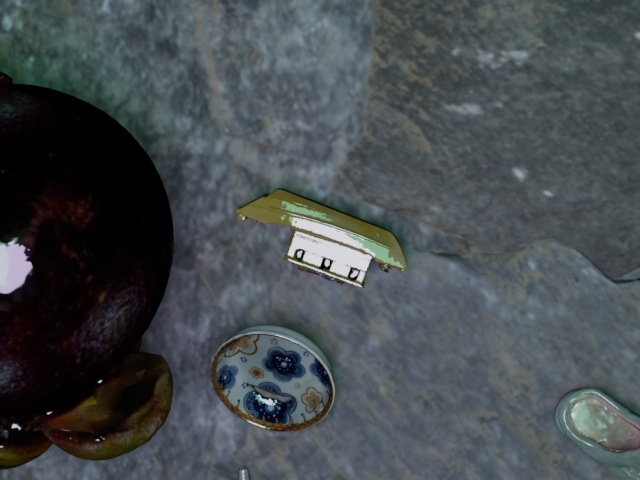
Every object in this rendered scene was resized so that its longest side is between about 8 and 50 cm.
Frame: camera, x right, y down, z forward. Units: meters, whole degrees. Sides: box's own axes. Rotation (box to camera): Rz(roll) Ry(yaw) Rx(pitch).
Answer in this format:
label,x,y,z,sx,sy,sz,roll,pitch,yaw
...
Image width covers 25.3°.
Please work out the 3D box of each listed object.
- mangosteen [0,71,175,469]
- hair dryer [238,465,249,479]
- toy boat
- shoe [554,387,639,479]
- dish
label,x,y,z,sx,sy,sz,roll,pitch,yaw
mangosteen,-0.326,0.051,1.450,0.382,0.382,0.435,-10,105,0
hair dryer,-0.060,0.340,1.592,0.154,0.044,0.183,6,86,-1
toy boat,0.000,0.000,1.590,0.200,0.057,0.077,21,95,1
shoe,0.348,0.230,1.570,0.195,0.078,0.079,33,89,5
dish,-0.045,0.135,1.585,0.141,0.078,0.141,7,125,10
